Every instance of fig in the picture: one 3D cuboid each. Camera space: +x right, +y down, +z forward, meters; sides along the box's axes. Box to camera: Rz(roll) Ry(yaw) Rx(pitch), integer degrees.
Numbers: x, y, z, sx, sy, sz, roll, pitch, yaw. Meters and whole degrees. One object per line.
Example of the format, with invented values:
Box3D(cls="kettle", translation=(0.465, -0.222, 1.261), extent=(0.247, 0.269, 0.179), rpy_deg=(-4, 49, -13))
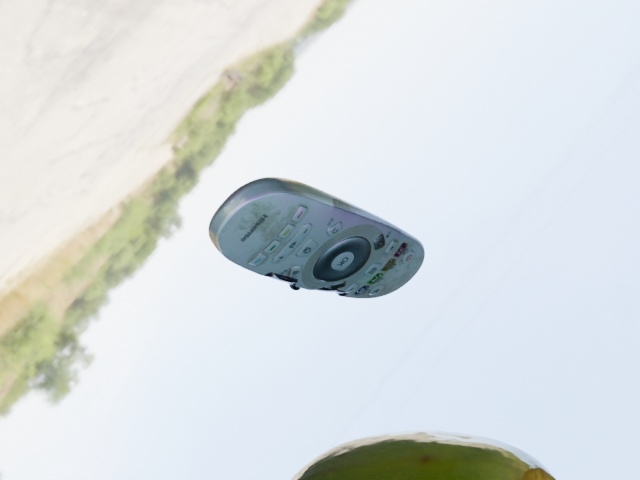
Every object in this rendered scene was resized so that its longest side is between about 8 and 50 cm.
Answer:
Box3D(cls="fig", translation=(0.099, 0.312, 1.038), extent=(0.326, 0.258, 0.258), rpy_deg=(-30, -164, 28))

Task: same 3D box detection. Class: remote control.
Box3D(cls="remote control", translation=(0.001, 0.002, 0.908), extent=(0.097, 0.256, 0.045), rpy_deg=(-45, -130, 19))
